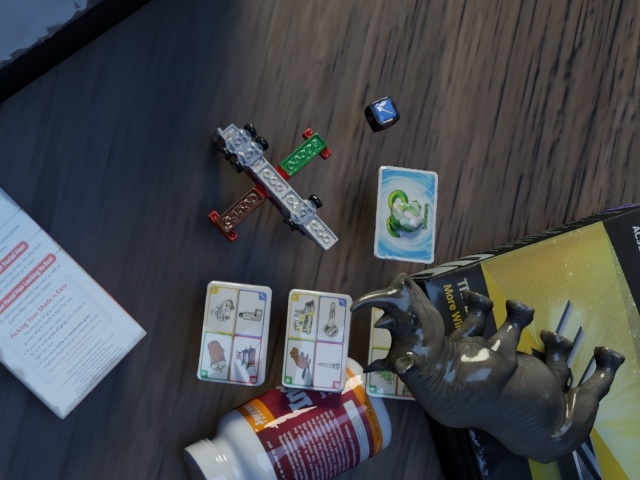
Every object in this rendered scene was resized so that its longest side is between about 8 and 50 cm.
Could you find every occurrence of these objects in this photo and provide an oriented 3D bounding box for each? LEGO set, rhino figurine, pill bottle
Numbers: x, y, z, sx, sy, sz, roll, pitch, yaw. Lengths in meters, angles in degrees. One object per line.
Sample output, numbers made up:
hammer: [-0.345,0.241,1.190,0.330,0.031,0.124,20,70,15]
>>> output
LEGO set: [0.000,0.000,0.962,0.182,0.060,0.244,6,78,-10]
rhino figurine: [0.122,0.095,0.918,0.243,0.073,0.106,26,79,-27]
pill bottle: [-0.027,0.159,0.954,0.152,0.086,0.086,-25,95,-20]

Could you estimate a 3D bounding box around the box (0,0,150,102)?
box: [-0.237,-0.308,0.857,0.312,0.179,0.343,-38,99,-19]

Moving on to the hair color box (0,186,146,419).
hair color box: [-0.224,0.043,0.907,0.093,0.053,0.167,-46,103,-15]

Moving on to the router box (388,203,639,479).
router box: [0.220,0.146,1.047,0.243,0.081,0.309,-18,93,-20]
